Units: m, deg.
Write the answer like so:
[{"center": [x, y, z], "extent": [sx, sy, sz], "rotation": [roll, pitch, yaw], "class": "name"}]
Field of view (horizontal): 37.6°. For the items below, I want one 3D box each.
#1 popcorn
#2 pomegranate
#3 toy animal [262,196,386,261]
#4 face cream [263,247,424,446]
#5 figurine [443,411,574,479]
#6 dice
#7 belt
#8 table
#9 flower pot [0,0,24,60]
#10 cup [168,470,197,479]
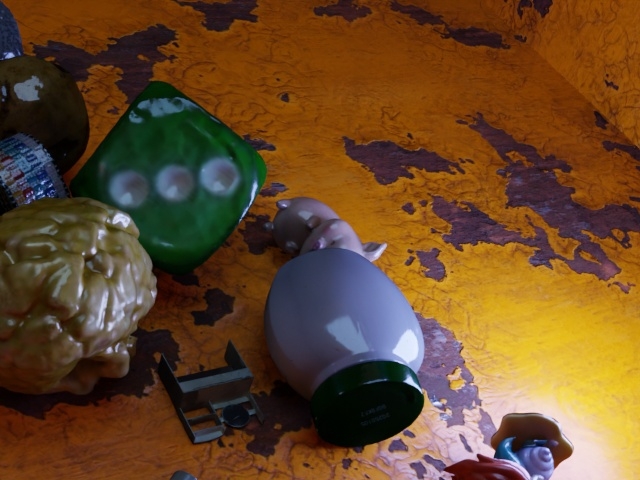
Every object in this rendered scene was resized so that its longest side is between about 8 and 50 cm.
[{"center": [-0.464, 0.086, 1.606], "extent": [0.344, 0.390, 0.354], "rotation": [11, 70, 10], "class": "popcorn"}, {"center": [-0.629, -0.250, 1.975], "extent": [0.281, 0.281, 0.281], "rotation": [13, 40, -11], "class": "pomegranate"}, {"center": [-0.001, 0.008, 2.063], "extent": [0.250, 0.166, 0.154], "rotation": [43, 27, 28], "class": "toy animal"}, {"center": [0.051, 0.193, 1.819], "extent": [0.312, 0.219, 0.357], "rotation": [3, 43, -22], "class": "face cream"}, {"center": [0.345, 0.453, 1.713], "extent": [0.208, 0.181, 0.257], "rotation": [57, 37, -20], "class": "figurine"}, {"center": [-0.306, -0.126, 1.885], "extent": [0.297, 0.300, 0.287], "rotation": [38, -1, -16], "class": "dice"}, {"center": [-0.577, -0.073, 1.810], "extent": [0.207, 0.257, 0.150], "rotation": [31, 50, 34], "class": "belt"}, {"center": [-0.199, 0.275, 1.737], "extent": [0.146, 0.062, 0.175], "rotation": [-9, 45, -33], "class": "table"}, {"center": [-0.845, -0.405, 2.071], "extent": [0.299, 0.299, 0.283], "rotation": [42, 38, 23], "class": "flower pot"}, {"center": [-0.238, 0.435, 1.553], "extent": [0.054, 0.075, 0.083], "rotation": [-1, 31, 32], "class": "cup"}]
